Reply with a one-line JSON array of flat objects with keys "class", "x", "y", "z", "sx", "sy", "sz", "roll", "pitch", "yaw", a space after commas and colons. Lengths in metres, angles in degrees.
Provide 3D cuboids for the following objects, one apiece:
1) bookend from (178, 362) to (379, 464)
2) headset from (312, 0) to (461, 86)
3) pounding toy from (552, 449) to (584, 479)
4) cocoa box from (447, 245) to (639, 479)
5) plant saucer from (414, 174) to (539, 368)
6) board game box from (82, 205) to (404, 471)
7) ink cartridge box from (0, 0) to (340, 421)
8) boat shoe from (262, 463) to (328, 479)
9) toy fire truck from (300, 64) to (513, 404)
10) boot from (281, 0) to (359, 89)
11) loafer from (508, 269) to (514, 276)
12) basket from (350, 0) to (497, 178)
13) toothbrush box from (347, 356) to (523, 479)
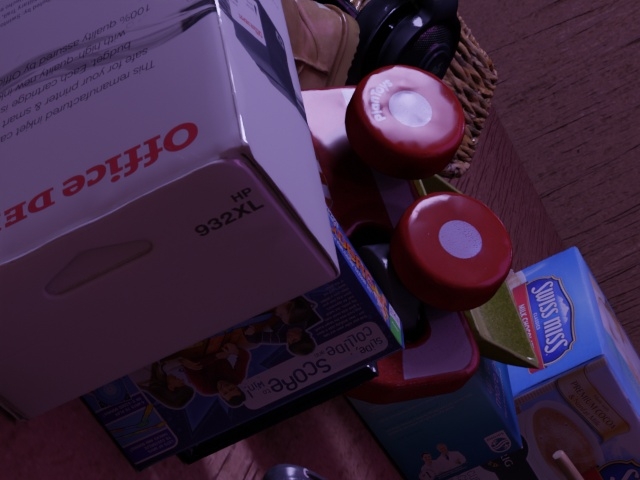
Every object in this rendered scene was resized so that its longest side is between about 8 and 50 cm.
[{"class": "bookend", "x": -0.066, "y": 0.056, "z": 1.258, "sx": 0.156, "sy": 0.157, "sz": 0.072, "roll": 55, "pitch": 16, "yaw": -36}, {"class": "headset", "x": 0.053, "y": -0.216, "z": 2.037, "sx": 0.185, "sy": 0.243, "sz": 0.394, "roll": -17, "pitch": 112, "yaw": -51}, {"class": "pounding toy", "x": 0.205, "y": 0.313, "z": 1.853, "sx": 0.269, "sy": 0.154, "sz": 0.154, "roll": 16, "pitch": 47, "yaw": -46}, {"class": "cocoa box", "x": 0.272, "y": 0.230, "z": 2.031, "sx": 0.347, "sy": 0.228, "sz": 0.231, "roll": 57, "pitch": 15, "yaw": -27}, {"class": "plant saucer", "x": 0.130, "y": 0.033, "z": 1.727, "sx": 0.188, "sy": 0.045, "sz": 0.188, "roll": 28, "pitch": 39, "yaw": -63}, {"class": "board game box", "x": -0.066, "y": 0.054, "z": 1.169, "sx": 0.136, "sy": 0.201, "sz": 0.035, "roll": 58, "pitch": 15, "yaw": -27}, {"class": "ink cartridge box", "x": -0.132, "y": -0.075, "z": 1.112, "sx": 0.129, "sy": 0.223, "sz": 0.307, "roll": 52, "pitch": 19, "yaw": -44}, {"class": "boat shoe", "x": 0.020, "y": 0.235, "z": 1.441, "sx": 0.228, "sy": 0.080, "sz": 0.076, "roll": 35, "pitch": 32, "yaw": -48}, {"class": "toy fire truck", "x": 0.000, "y": 0.000, "z": 1.514, "sx": 0.169, "sy": 0.254, "sz": 0.302, "roll": 119, "pitch": -41, "yaw": -56}, {"class": "boot", "x": -0.098, "y": -0.145, "z": 1.618, "sx": 0.269, "sy": 0.089, "sz": 0.236, "roll": 19, "pitch": 82, "yaw": -48}, {"class": "loafer", "x": 0.234, "y": 0.125, "z": 2.371, "sx": 0.092, "sy": 0.102, "sz": 0.268, "roll": -90, "pitch": 160, "yaw": -63}, {"class": "basket", "x": 0.052, "y": -0.206, "z": 2.283, "sx": 0.299, "sy": 0.223, "sz": 0.213, "roll": 49, "pitch": 53, "yaw": -48}, {"class": "toothbrush box", "x": 0.072, "y": 0.066, "z": 1.811, "sx": 0.295, "sy": 0.126, "sz": 0.216, "roll": 54, "pitch": 18, "yaw": -31}]
